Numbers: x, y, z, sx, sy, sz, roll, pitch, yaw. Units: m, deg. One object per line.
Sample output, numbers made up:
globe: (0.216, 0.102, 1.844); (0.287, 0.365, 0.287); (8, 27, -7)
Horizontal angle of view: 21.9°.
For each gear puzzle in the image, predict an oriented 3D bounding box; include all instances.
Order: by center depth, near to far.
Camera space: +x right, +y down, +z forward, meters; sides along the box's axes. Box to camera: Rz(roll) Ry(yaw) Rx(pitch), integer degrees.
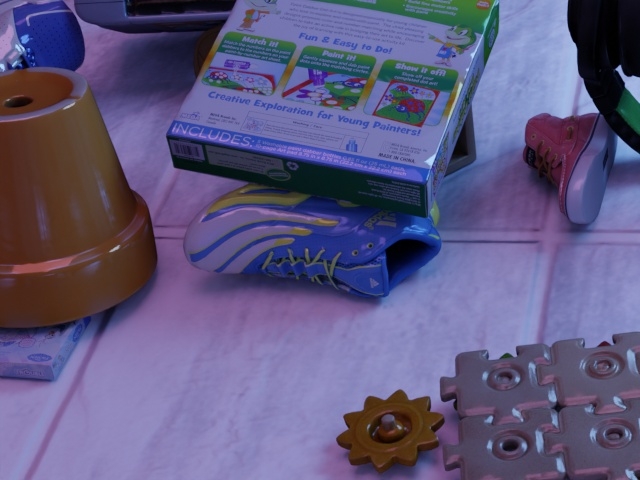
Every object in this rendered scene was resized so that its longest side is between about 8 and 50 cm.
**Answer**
gear puzzle: (0.180, 0.149, 1.298); (0.339, 0.044, 0.175); (-7, 36, 7)

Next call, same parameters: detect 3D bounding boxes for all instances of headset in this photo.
headset: (0.341, -0.242, 1.512); (0.243, 0.394, 0.185); (-14, 30, 32)

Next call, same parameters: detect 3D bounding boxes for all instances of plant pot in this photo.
plant pot: (-0.264, -0.051, 1.526); (0.205, 0.188, 0.205); (-5, 27, 2)

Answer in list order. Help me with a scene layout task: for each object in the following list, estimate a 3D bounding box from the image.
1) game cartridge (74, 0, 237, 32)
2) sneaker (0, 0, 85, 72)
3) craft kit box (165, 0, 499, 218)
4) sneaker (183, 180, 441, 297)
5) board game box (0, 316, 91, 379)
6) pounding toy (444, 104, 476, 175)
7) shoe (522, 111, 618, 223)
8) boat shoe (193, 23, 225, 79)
game cartridge: (-0.109, -0.267, 1.864); (0.297, 0.062, 0.198); (-2, 0, 7)
sneaker: (-0.372, -0.126, 1.755); (0.315, 0.127, 0.182); (-31, 44, -18)
craft kit box: (0.016, -0.149, 1.543); (0.250, 0.061, 0.246); (12, 56, 16)
sneaker: (0.000, 0.000, 1.502); (0.240, 0.091, 0.126); (-14, 36, -9)
board game box: (-0.266, 0.089, 1.496); (0.090, 0.020, 0.090); (3, 34, 17)
pounding toy: (0.064, -0.124, 1.630); (0.141, 0.130, 0.100); (-27, 38, -24)
shoe: (0.230, -0.071, 1.580); (0.081, 0.063, 0.178); (3, 31, 19)
boat shoe: (-0.014, -0.184, 1.779); (0.277, 0.098, 0.096); (10, 15, 37)
